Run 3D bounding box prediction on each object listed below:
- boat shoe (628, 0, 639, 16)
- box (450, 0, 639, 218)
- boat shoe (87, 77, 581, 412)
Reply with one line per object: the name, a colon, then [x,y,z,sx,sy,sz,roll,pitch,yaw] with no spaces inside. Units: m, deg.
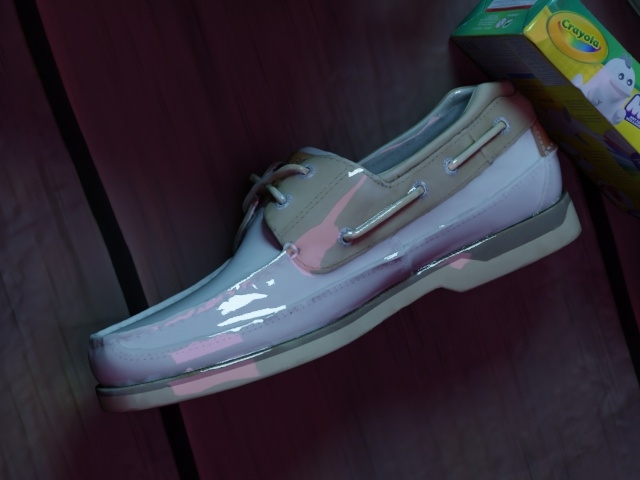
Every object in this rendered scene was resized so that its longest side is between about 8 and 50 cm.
boat shoe: [0.192,-0.201,1.106,0.065,0.075,0.206,-32,99,-11]
box: [0.165,-0.070,1.090,0.179,0.105,0.043,45,80,-18]
boat shoe: [0.000,0.000,1.042,0.302,0.113,0.103,-24,101,-27]
